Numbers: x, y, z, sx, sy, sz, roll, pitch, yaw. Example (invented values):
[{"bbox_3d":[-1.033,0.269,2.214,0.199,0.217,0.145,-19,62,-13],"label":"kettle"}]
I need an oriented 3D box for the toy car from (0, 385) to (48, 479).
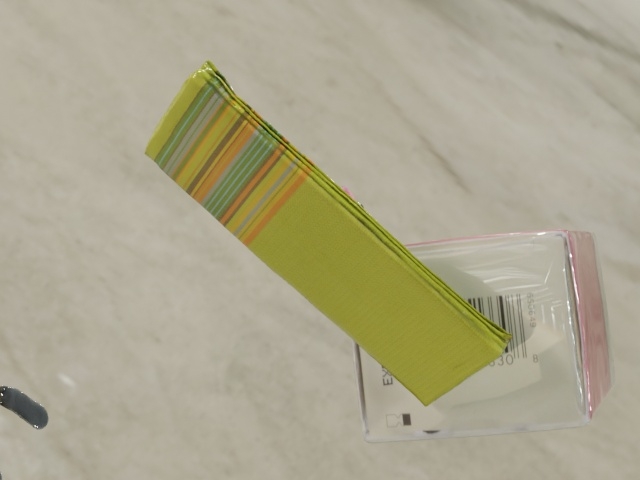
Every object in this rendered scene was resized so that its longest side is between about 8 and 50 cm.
[{"bbox_3d":[-0.341,0.138,1.275,0.188,0.149,0.155,38,56,-7],"label":"toy car"}]

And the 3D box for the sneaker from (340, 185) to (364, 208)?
[{"bbox_3d":[0.016,-0.017,1.369,0.047,0.057,0.119,57,11,-27],"label":"sneaker"}]

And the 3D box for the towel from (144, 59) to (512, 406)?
[{"bbox_3d":[0.000,0.000,0.839,0.237,0.102,0.021,42,57,-2],"label":"towel"}]

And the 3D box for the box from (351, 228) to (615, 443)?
[{"bbox_3d":[0.119,0.061,0.997,0.232,0.149,0.126,0,84,-75],"label":"box"}]
